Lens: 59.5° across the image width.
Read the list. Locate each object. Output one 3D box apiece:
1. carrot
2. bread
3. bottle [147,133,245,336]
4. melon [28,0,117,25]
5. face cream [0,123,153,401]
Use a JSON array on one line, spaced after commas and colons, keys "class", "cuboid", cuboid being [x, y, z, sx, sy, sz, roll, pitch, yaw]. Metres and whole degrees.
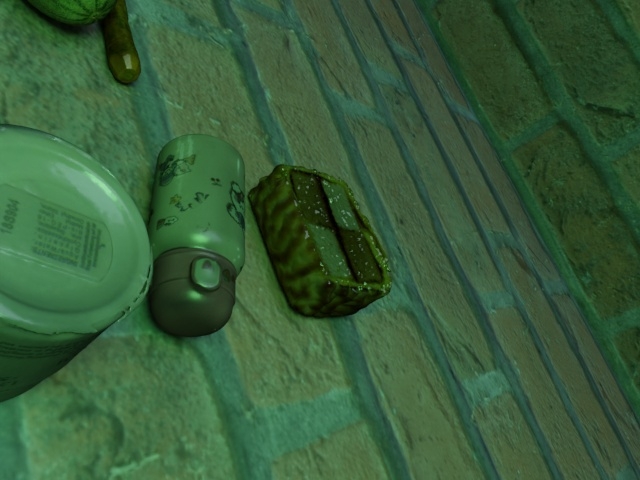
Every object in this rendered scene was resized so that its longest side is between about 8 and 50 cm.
[{"class": "carrot", "cuboid": [-0.275, -0.287, 0.763, 0.042, 0.042, 0.171, 13, 52, -46]}, {"class": "bread", "cuboid": [0.000, 0.000, 0.817, 0.181, 0.096, 0.222, 4, 57, -51]}, {"class": "bottle", "cuboid": [-0.139, -0.005, 0.630, 0.109, 0.110, 0.233, 28, 41, -36]}, {"class": "melon", "cuboid": [-0.320, -0.355, 0.676, 0.192, 0.139, 0.139, 59, 33, 0]}, {"class": "face cream", "cuboid": [-0.244, 0.021, 0.433, 0.177, 0.152, 0.177, 33, 40, -33]}]
